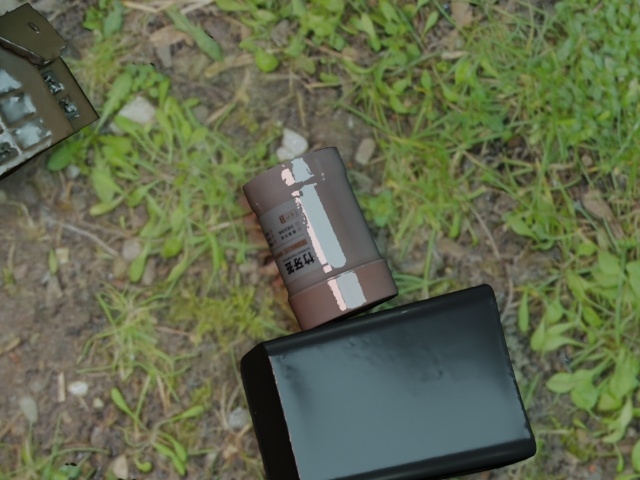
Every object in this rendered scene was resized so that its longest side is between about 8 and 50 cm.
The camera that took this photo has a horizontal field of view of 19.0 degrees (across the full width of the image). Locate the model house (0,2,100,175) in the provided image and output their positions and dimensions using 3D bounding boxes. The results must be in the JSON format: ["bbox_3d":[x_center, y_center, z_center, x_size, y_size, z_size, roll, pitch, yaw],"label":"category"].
[{"bbox_3d":[-0.321,-0.168,1.641,0.176,0.181,0.248,-34,97,-28],"label":"model house"}]

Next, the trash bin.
[{"bbox_3d":[0.059,0.147,1.749,0.225,0.115,0.165,-11,80,-21],"label":"trash bin"}]

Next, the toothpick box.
[{"bbox_3d":[0.000,0.000,1.770,0.098,0.098,0.149,-20,84,-24],"label":"toothpick box"}]
